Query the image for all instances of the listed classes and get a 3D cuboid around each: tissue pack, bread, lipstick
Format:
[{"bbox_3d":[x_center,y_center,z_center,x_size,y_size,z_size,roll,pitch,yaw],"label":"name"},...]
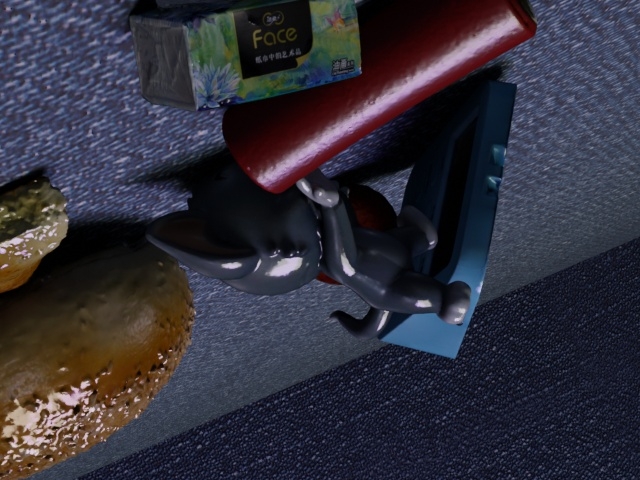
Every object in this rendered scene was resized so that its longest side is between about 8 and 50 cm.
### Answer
[{"bbox_3d":[-0.045,-0.125,0.615,0.111,0.079,0.085,-17,-160,-28],"label":"tissue pack"},{"bbox_3d":[-0.252,0.115,0.929,0.314,0.171,0.192,-25,180,-8],"label":"bread"},{"bbox_3d":[0.039,-0.122,0.770,0.241,0.080,0.080,-30,167,21],"label":"lipstick"},{"bbox_3d":[-0.267,0.011,0.790,0.136,0.054,0.154,-13,161,-34],"label":"bread"}]

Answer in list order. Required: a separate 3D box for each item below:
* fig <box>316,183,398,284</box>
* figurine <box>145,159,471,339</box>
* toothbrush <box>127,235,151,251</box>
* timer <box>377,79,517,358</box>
[{"bbox_3d":[0.029,-0.022,1.170,0.119,0.119,0.153,-30,-151,22],"label":"fig"},{"bbox_3d":[0.001,0.005,0.939,0.140,0.265,0.193,-54,-175,17],"label":"figurine"},{"bbox_3d":[-0.124,0.014,1.143,0.026,0.024,0.288,-43,162,14],"label":"toothbrush"},{"bbox_3d":[0.131,-0.021,1.077,0.091,0.232,0.250,14,156,2],"label":"timer"}]
